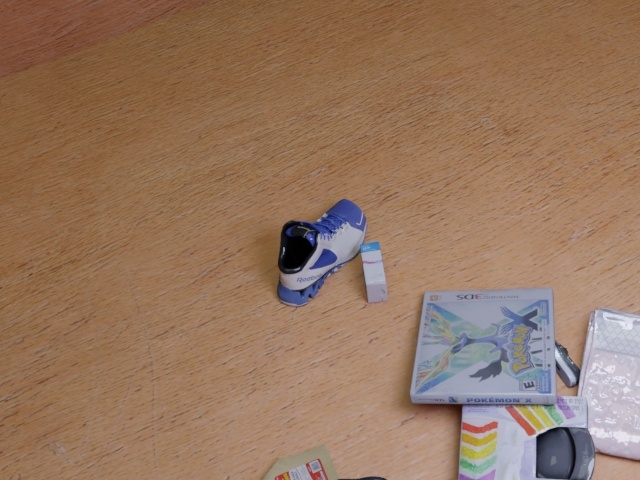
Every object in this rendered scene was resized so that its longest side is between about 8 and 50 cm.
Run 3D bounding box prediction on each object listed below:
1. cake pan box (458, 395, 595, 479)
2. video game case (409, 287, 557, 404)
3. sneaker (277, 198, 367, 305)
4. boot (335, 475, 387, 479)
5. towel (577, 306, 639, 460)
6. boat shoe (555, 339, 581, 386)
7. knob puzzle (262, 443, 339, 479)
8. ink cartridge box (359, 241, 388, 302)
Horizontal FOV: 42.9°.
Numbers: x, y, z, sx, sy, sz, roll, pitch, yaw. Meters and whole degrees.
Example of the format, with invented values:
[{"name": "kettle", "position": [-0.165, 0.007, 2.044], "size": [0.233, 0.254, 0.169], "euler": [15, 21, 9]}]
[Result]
[{"name": "cake pan box", "position": [0.416, 0.436, 1.645], "size": [0.266, 0.070, 0.246], "euler": [-1, 60, 20]}, {"name": "video game case", "position": [0.362, 0.226, 1.795], "size": [0.299, 0.036, 0.329], "euler": [-3, 38, 17]}, {"name": "sneaker", "position": [-0.001, 0.001, 2.005], "size": [0.127, 0.182, 0.315], "euler": [27, 61, 25]}, {"name": "boot", "position": [0.081, 0.527, 1.635], "size": [0.121, 0.045, 0.099], "euler": [-2, 37, -1]}, {"name": "towel", "position": [0.714, 0.311, 1.703], "size": [0.331, 0.053, 0.317], "euler": [9, 66, 16]}, {"name": "boat shoe", "position": [0.534, 0.259, 1.811], "size": [0.040, 0.049, 0.142], "euler": [-19, 59, -13]}, {"name": "knob puzzle", "position": [-0.047, 0.540, 1.695], "size": [0.213, 0.030, 0.213], "euler": [-4, 53, 5]}, {"name": "ink cartridge box", "position": [0.130, 0.078, 1.983], "size": [0.052, 0.088, 0.122], "euler": [-9, 52, 1]}]
